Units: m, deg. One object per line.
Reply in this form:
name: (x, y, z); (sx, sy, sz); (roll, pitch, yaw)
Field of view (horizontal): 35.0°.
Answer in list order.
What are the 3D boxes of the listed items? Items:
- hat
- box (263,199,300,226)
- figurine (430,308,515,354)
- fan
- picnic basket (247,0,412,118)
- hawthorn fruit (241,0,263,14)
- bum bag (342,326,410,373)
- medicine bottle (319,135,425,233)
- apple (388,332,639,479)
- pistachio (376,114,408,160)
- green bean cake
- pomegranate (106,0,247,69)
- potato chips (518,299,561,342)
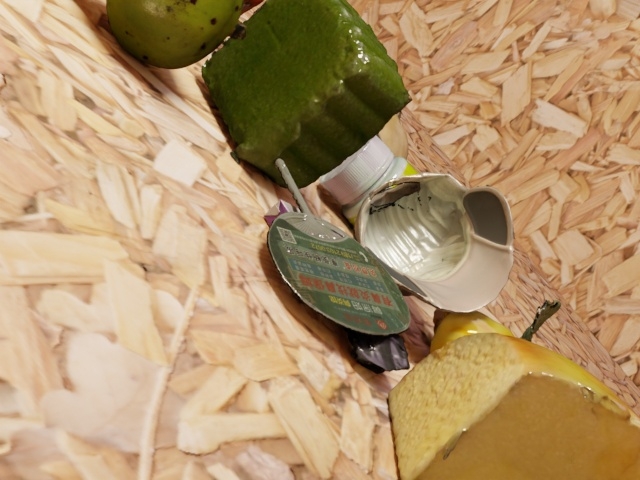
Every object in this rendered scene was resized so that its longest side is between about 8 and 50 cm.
hat: (0.167, 0.017, 1.495); (0.275, 0.232, 0.161); (43, -20, 49)
box: (-0.025, 0.003, 1.310); (0.050, 0.036, 0.117); (23, 30, -57)
figurine: (0.213, 0.158, 1.478); (0.246, 0.131, 0.156); (-111, -177, -76)
fan: (-0.008, 0.013, 1.257); (0.294, 0.012, 0.223); (47, 27, 12)
picnic basket: (0.005, -0.329, 1.988); (0.312, 0.175, 0.228); (23, 30, -52)
hawthorn fruit: (-0.195, -0.450, 1.680); (0.207, 0.207, 0.243); (50, 28, 3)
bum bag: (0.056, 0.104, 1.282); (0.087, 0.049, 0.198); (14, 30, -24)
medicine bottle: (0.117, -0.057, 1.678); (0.225, 0.139, 0.139); (46, 15, -13)
apple: (0.236, 0.270, 1.130); (0.309, 0.314, 0.252); (39, 60, -16)
pistachio: (0.079, -0.182, 1.837); (0.157, 0.157, 0.229); (59, 5, 33)
green bean cake: (-0.024, -0.227, 1.479); (0.156, 0.247, 0.250); (32, 22, -50)
pomegranate: (-0.222, -0.322, 1.343); (0.198, 0.245, 0.198); (172, -90, -86)
potato chips: (0.297, 0.191, 1.477); (0.059, 0.228, 0.167); (14, 4, -1)
